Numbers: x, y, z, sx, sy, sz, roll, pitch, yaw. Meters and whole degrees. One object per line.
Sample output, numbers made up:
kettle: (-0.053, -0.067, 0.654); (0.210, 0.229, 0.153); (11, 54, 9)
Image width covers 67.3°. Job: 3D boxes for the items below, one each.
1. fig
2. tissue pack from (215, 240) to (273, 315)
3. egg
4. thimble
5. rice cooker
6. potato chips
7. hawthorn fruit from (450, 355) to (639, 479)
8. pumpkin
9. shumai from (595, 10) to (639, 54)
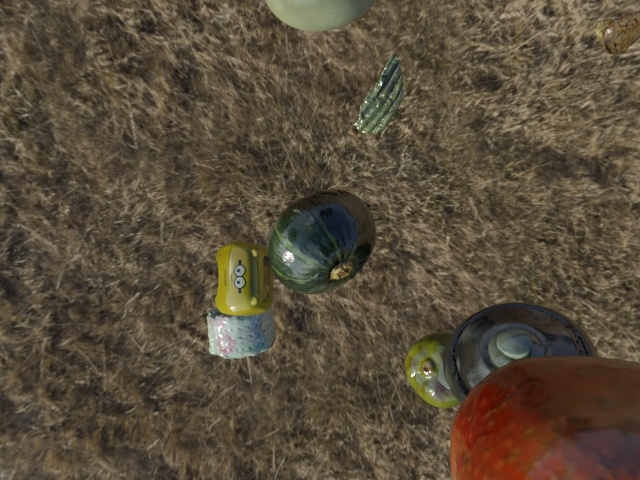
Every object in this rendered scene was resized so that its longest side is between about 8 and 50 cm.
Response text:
fig: (0.357, 0.356, 1.341); (0.225, 0.203, 0.203); (9, 97, -45)
tissue pack: (-0.177, 0.092, 1.161); (0.127, 0.123, 0.178); (-6, 79, 34)
egg: (0.015, -0.612, 1.081); (0.258, 0.258, 0.352); (43, 53, -4)
thimble: (-0.244, 0.266, 1.477); (0.211, 0.185, 0.149); (-12, 104, -25)
rice cooker: (0.383, 0.271, 0.924); (0.316, 0.316, 0.264); (29, 55, -3)
potato chips: (0.161, -0.358, 1.213); (0.092, 0.028, 0.207); (21, 118, -18)
hawthorn fruit: (0.269, 0.224, 0.414); (0.298, 0.277, 0.277); (-28, 95, 9)
pumpkin: (0.002, 0.002, 0.699); (0.167, 0.167, 0.125); (-25, 66, 2)
shumai: (0.812, -0.577, 1.306); (0.105, 0.139, 0.123); (49, 135, 13)
